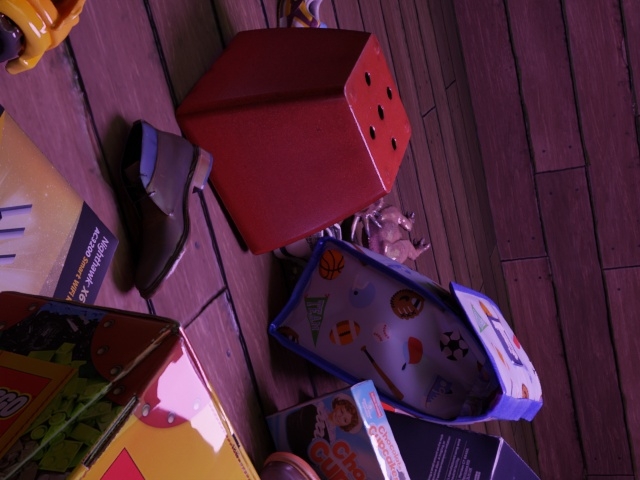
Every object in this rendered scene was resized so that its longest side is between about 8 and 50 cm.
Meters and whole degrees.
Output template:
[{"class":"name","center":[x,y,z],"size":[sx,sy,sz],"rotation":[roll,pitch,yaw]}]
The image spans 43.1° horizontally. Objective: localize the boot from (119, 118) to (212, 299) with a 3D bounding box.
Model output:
[{"class":"boot","center":[-0.211,-0.042,0.987],"size":[0.106,0.082,0.219],"rotation":[34,53,-33]}]

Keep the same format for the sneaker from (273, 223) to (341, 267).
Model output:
[{"class":"sneaker","center":[0.000,0.000,1.422],"size":[0.235,0.094,0.090],"rotation":[-2,83,-69]}]

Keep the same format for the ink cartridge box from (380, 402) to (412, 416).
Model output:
[{"class":"ink cartridge box","center":[0.183,0.494,1.750],"size":[0.239,0.060,0.275],"rotation":[48,41,-56]}]

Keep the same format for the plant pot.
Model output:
[{"class":"plant pot","center":[-0.013,-0.172,1.224],"size":[0.267,0.235,0.267],"rotation":[63,32,-31]}]

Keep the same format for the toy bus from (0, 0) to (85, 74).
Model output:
[{"class":"toy bus","center":[-0.260,-0.282,0.736],"size":[0.220,0.211,0.150],"rotation":[58,31,-48]}]

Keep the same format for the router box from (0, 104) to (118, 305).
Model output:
[{"class":"router box","center":[-0.309,0.047,0.678],"size":[0.243,0.080,0.309],"rotation":[59,32,-44]}]

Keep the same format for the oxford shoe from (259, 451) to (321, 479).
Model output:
[{"class":"oxford shoe","center":[-0.036,0.486,1.144],"size":[0.132,0.129,0.364],"rotation":[-14,93,-58]}]

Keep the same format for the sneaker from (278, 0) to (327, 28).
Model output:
[{"class":"sneaker","center":[-0.029,-0.363,1.479],"size":[0.069,0.083,0.186],"rotation":[17,67,-66]}]

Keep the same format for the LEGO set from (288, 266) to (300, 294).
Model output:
[{"class":"LEGO set","center":[-0.036,0.085,1.397],"size":[0.054,0.023,0.083],"rotation":[-25,106,-66]}]

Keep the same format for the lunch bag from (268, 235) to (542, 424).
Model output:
[{"class":"lunch bag","center":[0.171,0.172,1.345],"size":[0.239,0.385,0.328],"rotation":[-62,152,2]}]

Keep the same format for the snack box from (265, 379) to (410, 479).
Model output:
[{"class":"snack box","center":[0.051,0.384,1.190],"size":[0.060,0.187,0.322],"rotation":[-11,76,-51]}]

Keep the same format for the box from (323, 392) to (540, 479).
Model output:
[{"class":"box","center":[0.177,0.420,1.387],"size":[0.343,0.312,0.179],"rotation":[47,58,-54]}]

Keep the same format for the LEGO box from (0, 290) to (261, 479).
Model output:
[{"class":"LEGO box","center":[-0.183,0.351,0.603],"size":[0.372,0.193,0.500],"rotation":[-54,137,-40]}]

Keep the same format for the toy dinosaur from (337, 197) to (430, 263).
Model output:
[{"class":"toy dinosaur","center":[0.116,-0.001,1.605],"size":[0.200,0.127,0.296],"rotation":[-6,72,-66]}]
